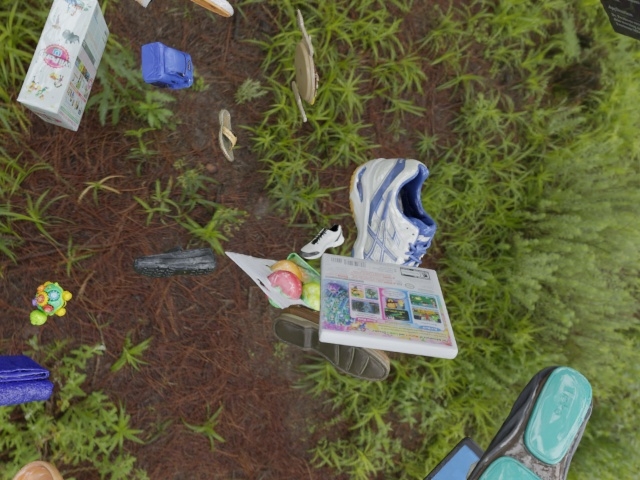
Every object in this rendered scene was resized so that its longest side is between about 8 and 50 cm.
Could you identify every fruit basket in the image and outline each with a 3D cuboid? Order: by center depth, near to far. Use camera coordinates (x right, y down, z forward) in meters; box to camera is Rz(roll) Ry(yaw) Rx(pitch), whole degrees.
[{"bbox_3d":[-0.100,0.159,1.499,0.353,0.327,0.165,8,116,-57],"label":"fruit basket"}]

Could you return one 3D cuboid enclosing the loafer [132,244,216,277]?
[{"bbox_3d":[-0.389,0.053,1.271,0.223,0.076,0.078,0,62,-35],"label":"loafer"}]

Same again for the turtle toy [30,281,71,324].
[{"bbox_3d":[-0.786,0.181,1.363,0.130,0.095,0.066,-68,164,0],"label":"turtle toy"}]

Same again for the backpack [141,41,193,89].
[{"bbox_3d":[-0.365,-0.422,1.170,0.120,0.101,0.098,-8,103,-67],"label":"backpack"}]

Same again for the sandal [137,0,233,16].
[{"bbox_3d":[-0.291,-0.456,0.862,0.265,0.102,0.076,20,97,-22],"label":"sandal"}]

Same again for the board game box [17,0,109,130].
[{"bbox_3d":[-0.664,-0.465,1.250,0.097,0.224,0.304,17,86,-15],"label":"board game box"}]

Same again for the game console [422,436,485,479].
[{"bbox_3d":[0.261,0.454,0.843,0.085,0.124,0.144,35,104,-7],"label":"game console"}]

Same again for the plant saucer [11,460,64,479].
[{"bbox_3d":[-0.497,0.491,0.821,0.037,0.200,0.200,32,75,-49],"label":"plant saucer"}]

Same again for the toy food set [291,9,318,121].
[{"bbox_3d":[-0.023,-0.348,0.965,0.038,0.192,0.132,-10,63,-12],"label":"toy food set"}]

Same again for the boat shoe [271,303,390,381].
[{"bbox_3d":[0.037,0.233,1.164,0.104,0.307,0.111,-44,153,-54],"label":"boat shoe"}]

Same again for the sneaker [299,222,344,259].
[{"bbox_3d":[0.000,0.000,0.925,0.109,0.040,0.044,-31,132,-35],"label":"sneaker"}]

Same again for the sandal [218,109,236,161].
[{"bbox_3d":[-0.306,-0.355,1.588,0.072,0.049,0.180,24,60,-70],"label":"sandal"}]

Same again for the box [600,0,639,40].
[{"bbox_3d":[0.357,-0.296,0.369,0.312,0.343,0.179,32,114,-31],"label":"box"}]

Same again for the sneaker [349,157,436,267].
[{"bbox_3d":[0.125,0.011,0.782,0.111,0.131,0.297,-13,99,-47],"label":"sneaker"}]

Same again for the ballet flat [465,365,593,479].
[{"bbox_3d":[0.170,0.195,0.406,0.203,0.074,0.074,-44,116,-29],"label":"ballet flat"}]

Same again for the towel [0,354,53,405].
[{"bbox_3d":[-0.770,0.291,1.022,0.308,0.227,0.076,14,89,-48],"label":"towel"}]

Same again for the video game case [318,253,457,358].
[{"bbox_3d":[0.077,0.076,0.581,0.157,0.143,0.019,9,126,-5],"label":"video game case"}]
